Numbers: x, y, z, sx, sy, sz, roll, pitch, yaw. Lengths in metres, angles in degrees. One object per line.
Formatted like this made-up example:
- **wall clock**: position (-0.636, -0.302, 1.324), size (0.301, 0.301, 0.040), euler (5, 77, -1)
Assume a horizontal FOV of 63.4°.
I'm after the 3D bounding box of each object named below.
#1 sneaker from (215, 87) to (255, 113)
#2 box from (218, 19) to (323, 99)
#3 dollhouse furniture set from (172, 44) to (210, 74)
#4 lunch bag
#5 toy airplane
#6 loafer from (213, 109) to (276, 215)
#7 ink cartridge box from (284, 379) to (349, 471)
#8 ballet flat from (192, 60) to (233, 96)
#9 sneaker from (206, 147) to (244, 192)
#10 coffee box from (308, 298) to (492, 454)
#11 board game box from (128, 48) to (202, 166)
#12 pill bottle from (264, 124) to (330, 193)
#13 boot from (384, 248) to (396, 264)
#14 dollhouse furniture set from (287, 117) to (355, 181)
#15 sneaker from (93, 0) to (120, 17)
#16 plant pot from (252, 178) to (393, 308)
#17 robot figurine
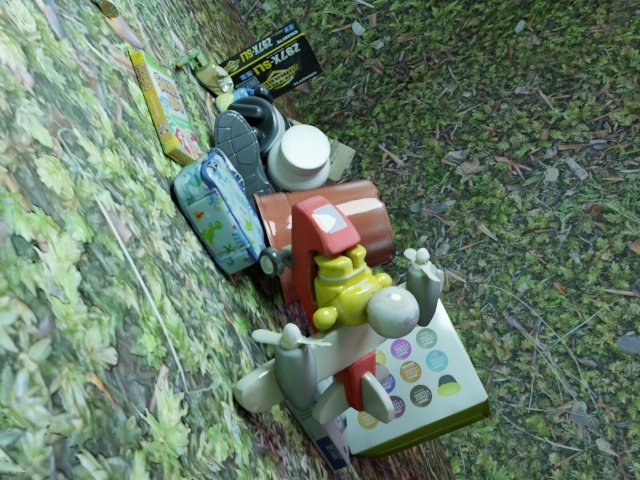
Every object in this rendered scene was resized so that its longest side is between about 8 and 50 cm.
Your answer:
- **sneaker**: position (-0.222, -0.394, 1.603), size (0.091, 0.126, 0.240), euler (66, 10, 13)
- **box**: position (-0.174, -0.629, 1.895), size (0.079, 0.322, 0.257), euler (66, 9, 19)
- **dollhouse furniture set**: position (-0.330, -0.463, 1.348), size (0.058, 0.076, 0.151), euler (59, 10, -27)
- **lunch bag**: position (-0.190, -0.058, 1.007), size (0.218, 0.090, 0.176), euler (62, 7, -20)
- **toy airplane**: position (0.066, 0.153, 0.918), size (0.385, 0.273, 0.385), euler (31, 66, -30)
- **loafer**: position (-0.196, -0.186, 1.337), size (0.302, 0.109, 0.095), euler (67, -11, -18)
- **ink cartridge box**: position (-0.009, 0.325, 1.095), size (0.223, 0.045, 0.224), euler (60, 10, -21)
- **ballet flat**: position (-0.298, -0.467, 1.543), size (0.080, 0.073, 0.232), euler (63, 9, 6)
- **sneaker**: position (-0.219, -0.162, 1.234), size (0.135, 0.052, 0.058), euler (62, 5, -14)
- **coffee box**: position (0.218, 0.349, 1.363), size (0.338, 0.338, 0.334), euler (53, 14, -60)
- **board game box**: position (-0.314, -0.270, 1.062), size (0.259, 0.039, 0.124), euler (64, 8, 16)
- **pill bottle**: position (-0.068, -0.184, 1.414), size (0.169, 0.169, 0.301), euler (66, -19, 13)
- **boot**: position (0.114, 0.115, 1.647), size (0.096, 0.280, 0.264), euler (22, 10, -25)
- **dollhouse furniture set**: position (-0.098, -0.307, 1.792), size (0.287, 0.198, 0.303), euler (19, 12, -33)
- **sneaker**: position (-0.420, -0.468, 1.000), size (0.036, 0.032, 0.083), euler (68, 10, 24)
- **plant pot**: position (0.009, -0.012, 1.187), size (0.272, 0.265, 0.272), euler (163, -90, -82)
- **robot figurine**: position (-0.181, -0.308, 1.479), size (0.173, 0.209, 0.278), euler (48, 8, 9)
